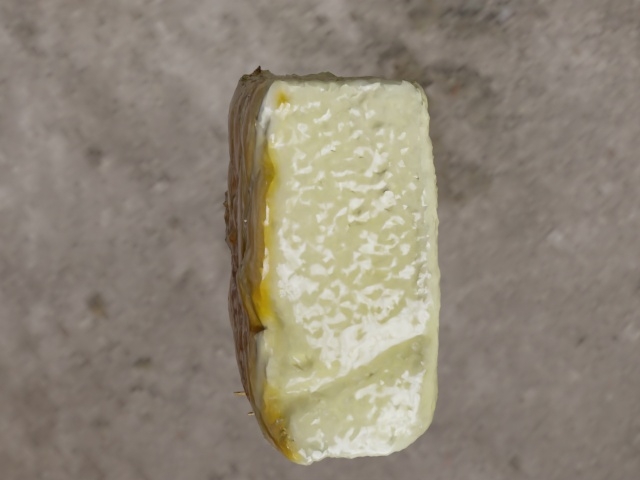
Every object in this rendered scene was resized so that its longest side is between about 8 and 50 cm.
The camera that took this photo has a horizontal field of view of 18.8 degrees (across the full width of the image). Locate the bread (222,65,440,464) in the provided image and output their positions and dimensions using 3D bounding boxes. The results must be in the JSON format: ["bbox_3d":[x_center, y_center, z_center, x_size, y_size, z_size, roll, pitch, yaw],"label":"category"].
[{"bbox_3d":[0.000,0.000,0.699,0.068,0.188,0.125,-2,96,-4],"label":"bread"}]
